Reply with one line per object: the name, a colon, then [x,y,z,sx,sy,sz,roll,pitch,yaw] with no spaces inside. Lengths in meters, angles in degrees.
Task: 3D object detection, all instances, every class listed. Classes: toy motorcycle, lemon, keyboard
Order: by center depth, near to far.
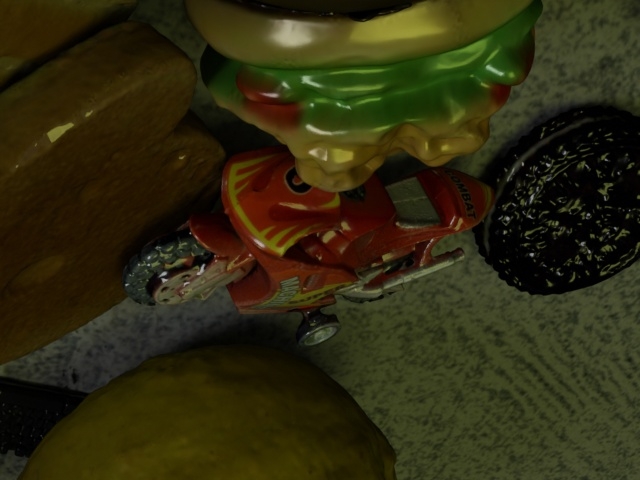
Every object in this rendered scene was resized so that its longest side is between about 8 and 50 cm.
toy motorcycle: [-0.002,0.000,0.813,0.298,0.089,0.171,-1,139,-44]
lemon: [-0.096,0.221,0.875,0.316,0.285,0.285,17,120,-15]
keyboard: [-0.291,0.141,0.886,0.231,0.023,0.072,19,116,-34]

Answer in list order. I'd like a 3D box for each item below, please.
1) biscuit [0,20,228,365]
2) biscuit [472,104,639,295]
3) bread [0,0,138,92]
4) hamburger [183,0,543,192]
biscuit: [-0.180,-0.019,0.665,0.343,0.057,0.287,-23,155,-54]
biscuit: [0.226,-0.031,0.944,0.194,0.053,0.195,-12,131,-15]
bread: [-0.235,-0.105,0.581,0.239,0.111,0.246,-41,171,18]
hamburger: [0.028,-0.134,0.669,0.237,0.237,0.149,-17,131,-10]
